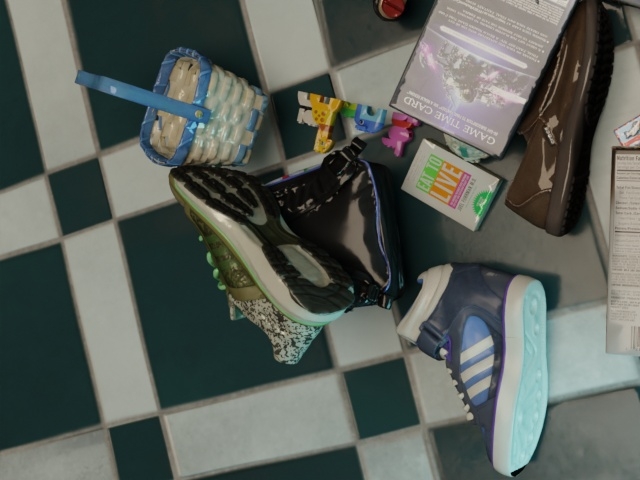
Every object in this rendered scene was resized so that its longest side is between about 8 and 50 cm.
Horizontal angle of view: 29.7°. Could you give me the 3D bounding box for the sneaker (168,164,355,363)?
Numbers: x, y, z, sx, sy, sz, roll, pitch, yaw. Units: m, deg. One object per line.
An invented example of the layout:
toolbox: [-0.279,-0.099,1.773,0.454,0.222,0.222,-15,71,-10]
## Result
sneaker: [-0.127,0.034,1.852,0.410,0.158,0.182,48,125,35]

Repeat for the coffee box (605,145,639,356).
coffee box: [0.490,0.012,1.747,0.119,0.168,0.297,2,93,25]

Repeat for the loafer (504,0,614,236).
loafer: [0.352,-0.194,1.833,0.130,0.134,0.366,14,96,24]

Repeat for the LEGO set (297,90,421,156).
LEGO set: [0.041,-0.185,2.008,0.227,0.087,0.093,16,97,25]

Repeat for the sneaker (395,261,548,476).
sneaker: [0.229,0.195,1.913,0.236,0.130,0.323,7,98,35]

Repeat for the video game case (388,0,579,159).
video game case: [0.243,-0.285,1.802,0.196,0.026,0.274,28,106,14]

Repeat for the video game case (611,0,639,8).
video game case: [0.511,-0.463,1.736,0.244,0.061,0.269,36,109,54]

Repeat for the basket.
basket: [-0.251,-0.226,2.010,0.201,0.289,0.255,-69,24,4]

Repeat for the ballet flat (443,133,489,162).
ballet flat: [0.264,-0.325,1.877,0.147,0.147,0.409,7,93,25]

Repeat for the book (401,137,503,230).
book: [0.213,-0.092,1.960,0.144,0.035,0.096,31,107,20]

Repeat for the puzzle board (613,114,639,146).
puzzle board: [0.522,-0.159,1.822,0.128,0.011,0.096,-32,77,23]

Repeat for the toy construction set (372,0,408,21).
toy construction set: [0.084,-0.510,1.882,0.257,0.309,0.237,43,103,10]

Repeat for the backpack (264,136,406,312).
backpack: [0.000,0.000,1.963,0.263,0.213,0.276,-10,78,18]
